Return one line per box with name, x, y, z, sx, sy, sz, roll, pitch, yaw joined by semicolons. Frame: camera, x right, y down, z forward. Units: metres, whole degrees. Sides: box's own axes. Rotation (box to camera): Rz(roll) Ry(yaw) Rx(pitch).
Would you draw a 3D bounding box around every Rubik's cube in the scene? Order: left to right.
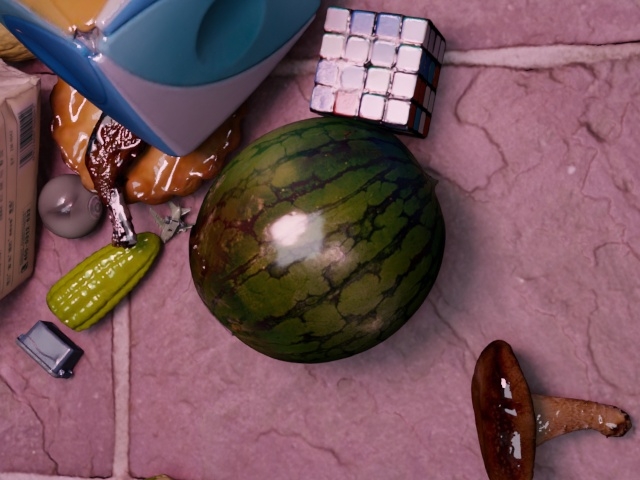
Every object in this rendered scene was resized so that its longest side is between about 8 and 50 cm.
Rubik's cube;-0.241;-0.365;1.325;0.352;0.351;0.347;36;81;25
Rubik's cube;0.086;-0.241;1.441;0.151;0.154;0.155;13;93;14

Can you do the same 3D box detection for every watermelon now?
watermelon;0.000;0.000;1.377;0.363;0.363;0.364;0;91;14

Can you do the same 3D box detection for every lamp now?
lamp;-0.399;-0.055;1.593;0.105;0.105;0.105;0;91;14

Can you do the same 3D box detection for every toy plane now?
toy plane;-0.237;-0.026;1.581;0.080;0.033;0.083;16;122;-23

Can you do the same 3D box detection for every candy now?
candy;-0.339;0.057;1.588;0.209;0.097;0.097;-38;82;6

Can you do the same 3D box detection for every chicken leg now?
chicken leg;-0.301;-0.114;1.495;0.105;0.051;0.253;8;94;11

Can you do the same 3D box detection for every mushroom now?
mushroom;0.330;0.242;1.415;0.217;0.148;0.227;-8;98;-4

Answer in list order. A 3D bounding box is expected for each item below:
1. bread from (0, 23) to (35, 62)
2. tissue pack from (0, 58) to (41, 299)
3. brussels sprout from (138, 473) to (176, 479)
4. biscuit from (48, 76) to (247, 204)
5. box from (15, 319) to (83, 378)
bread;-0.502;-0.437;1.557;0.320;0.237;0.321;-3;75;12
tissue pack;-0.572;-0.065;1.476;0.207;0.297;0.381;23;123;13
brussels sprout;-0.262;0.439;1.559;0.155;0.117;0.155;0;90;-7
biscuit;-0.265;-0.211;1.558;0.325;0.107;0.326;0;88;12
box;-0.438;0.175;1.626;0.099;0.074;0.054;40;86;11
